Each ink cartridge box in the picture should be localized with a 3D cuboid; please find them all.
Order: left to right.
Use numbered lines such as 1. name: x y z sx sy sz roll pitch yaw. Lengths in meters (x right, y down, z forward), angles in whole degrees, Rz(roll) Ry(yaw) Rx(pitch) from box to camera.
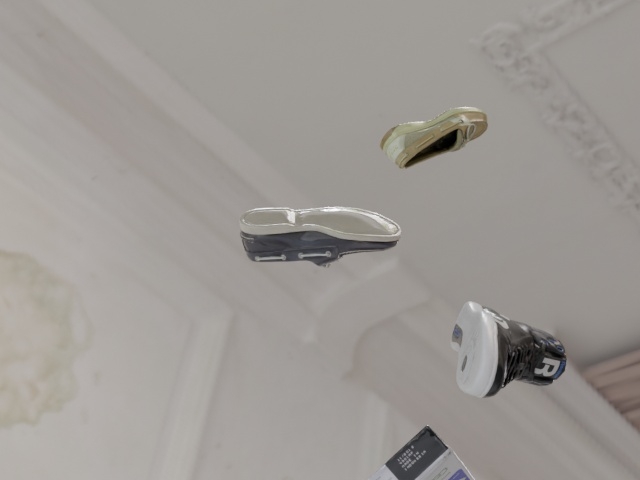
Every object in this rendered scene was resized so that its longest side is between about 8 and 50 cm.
1. ink cartridge box: 0.159 0.409 1.617 0.069 0.176 0.371 45 175 35

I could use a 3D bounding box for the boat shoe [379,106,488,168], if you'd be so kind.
1. boat shoe: 0.143 -0.119 1.277 0.153 0.056 0.048 -14 -124 -33

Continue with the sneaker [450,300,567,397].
1. sneaker: 0.211 0.124 1.150 0.121 0.079 0.217 19 -168 -1

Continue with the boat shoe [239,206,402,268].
1. boat shoe: 0.000 0.000 1.366 0.075 0.206 0.065 -80 -9 -62
